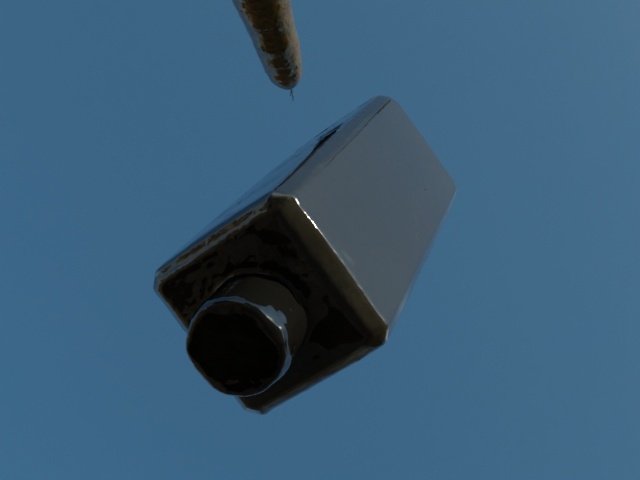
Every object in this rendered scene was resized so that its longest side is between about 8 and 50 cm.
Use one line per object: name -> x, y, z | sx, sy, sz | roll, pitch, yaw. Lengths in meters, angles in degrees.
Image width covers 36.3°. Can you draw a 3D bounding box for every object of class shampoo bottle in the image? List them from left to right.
shampoo bottle -> 0.000, 0.000, 0.470 | 0.080, 0.246, 0.079 | -34, -82, 24

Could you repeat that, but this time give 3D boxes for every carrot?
carrot -> -0.058, -0.235, 0.937 | 0.078, 0.078, 0.298 | -8, -39, 12
